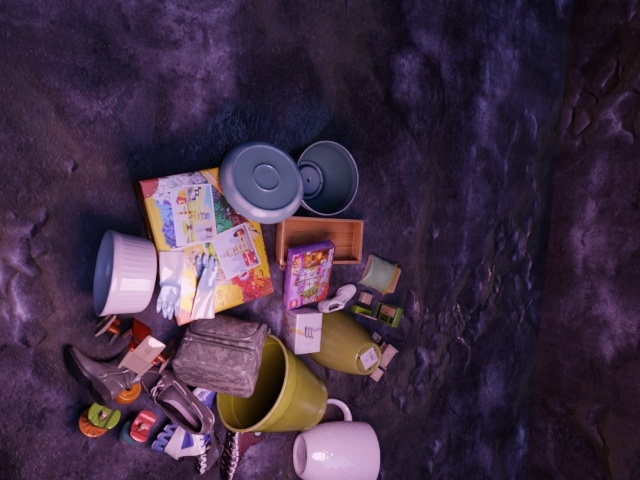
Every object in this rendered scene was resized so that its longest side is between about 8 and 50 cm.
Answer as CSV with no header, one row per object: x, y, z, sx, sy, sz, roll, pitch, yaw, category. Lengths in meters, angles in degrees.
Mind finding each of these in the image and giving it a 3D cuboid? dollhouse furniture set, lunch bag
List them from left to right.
-0.607,0.337,1.387,0.135,0.259,0.262,-49,118,-6,dollhouse furniture set
-0.360,0.396,1.497,0.256,0.305,0.212,-75,171,-46,lunch bag
0.259,0.571,2.030,0.161,0.101,0.182,41,74,-2,dollhouse furniture set
0.302,0.238,1.963,0.197,0.151,0.301,24,83,-30,dollhouse furniture set

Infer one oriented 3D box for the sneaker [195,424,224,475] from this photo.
-0.439,0.821,1.644,0.106,0.078,0.234,5,97,-33,sneaker

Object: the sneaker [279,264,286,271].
-0.113,0.130,1.759,0.118,0.067,0.042,20,85,-30,sneaker

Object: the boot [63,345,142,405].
-0.751,0.438,1.414,0.246,0.083,0.161,46,33,6,boot

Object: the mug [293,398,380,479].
0.055,0.918,1.854,0.328,0.276,0.374,12,59,-23,mug

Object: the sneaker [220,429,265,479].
-0.312,0.872,1.706,0.162,0.106,0.281,13,88,-34,sneaker

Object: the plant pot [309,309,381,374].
0.127,0.472,1.805,0.275,0.293,0.275,-3,97,-30,plant pot

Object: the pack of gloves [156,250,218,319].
-0.439,0.155,1.362,0.195,0.046,0.232,3,94,-31,pack of gloves

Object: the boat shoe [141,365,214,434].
-0.522,0.568,1.459,0.335,0.095,0.112,36,84,8,boat shoe

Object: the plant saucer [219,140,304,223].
-0.196,-0.216,1.443,0.317,0.044,0.317,8,72,-26,plant saucer

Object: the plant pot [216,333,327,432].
-0.160,0.613,1.648,0.353,0.366,0.366,40,75,-39,plant pot

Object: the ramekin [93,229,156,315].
-0.643,0.109,1.339,0.135,0.277,0.277,8,91,-37,ramekin

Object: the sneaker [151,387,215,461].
-0.465,0.702,1.546,0.182,0.127,0.315,36,82,6,sneaker

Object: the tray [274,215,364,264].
0.000,0.000,1.809,0.411,0.076,0.203,1,95,-31,tray

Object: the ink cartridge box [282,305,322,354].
-0.080,0.385,1.772,0.127,0.128,0.176,3,93,-30,ink cartridge box

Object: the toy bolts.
-0.714,0.626,1.458,0.228,0.158,0.218,43,33,-16,toy bolts

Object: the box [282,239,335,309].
-0.051,0.148,1.733,0.201,0.057,0.293,-12,128,-28,box

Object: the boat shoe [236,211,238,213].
-0.241,-0.135,1.453,0.137,0.049,0.043,-30,152,-29,boat shoe

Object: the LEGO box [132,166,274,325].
-0.419,-0.004,1.495,0.372,0.193,0.500,-17,104,-28,LEGO box

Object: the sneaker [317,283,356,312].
0.096,0.277,1.881,0.212,0.094,0.080,-31,108,-24,sneaker

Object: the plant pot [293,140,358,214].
-0.018,-0.255,1.699,0.293,0.196,0.293,-3,97,-30,plant pot
